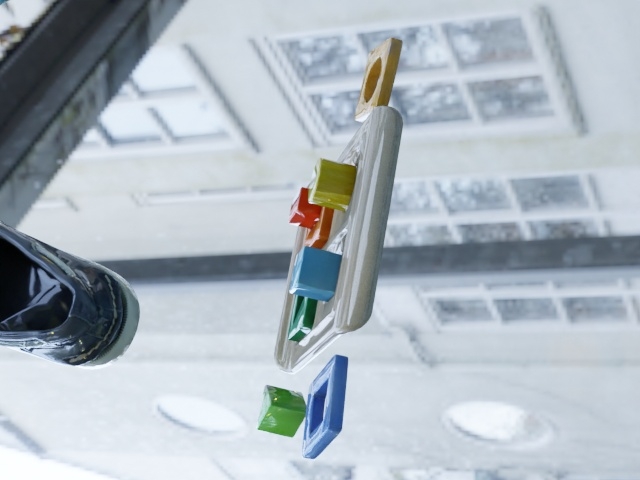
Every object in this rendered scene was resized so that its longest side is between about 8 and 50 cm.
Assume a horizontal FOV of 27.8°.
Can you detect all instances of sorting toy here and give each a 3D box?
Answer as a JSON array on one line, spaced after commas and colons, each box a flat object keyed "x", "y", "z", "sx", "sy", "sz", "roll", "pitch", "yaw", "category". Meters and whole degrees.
[{"x": 0.000, "y": 0.000, "z": 1.025, "sx": 0.196, "sy": 0.047, "sz": 0.347, "roll": 139, "pitch": 144, "yaw": -67, "category": "sorting toy"}]

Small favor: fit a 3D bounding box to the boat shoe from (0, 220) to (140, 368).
[{"x": -0.240, "y": 0.020, "z": 0.835, "sx": 0.095, "sy": 0.255, "sz": 0.079, "roll": -66, "pitch": -24, "yaw": -7, "category": "boat shoe"}]

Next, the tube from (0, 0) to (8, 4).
[{"x": -0.198, "y": -0.105, "z": 0.375, "sx": 0.080, "sy": 0.207, "sz": 0.052, "roll": -78, "pitch": 10, "yaw": -66, "category": "tube"}]
